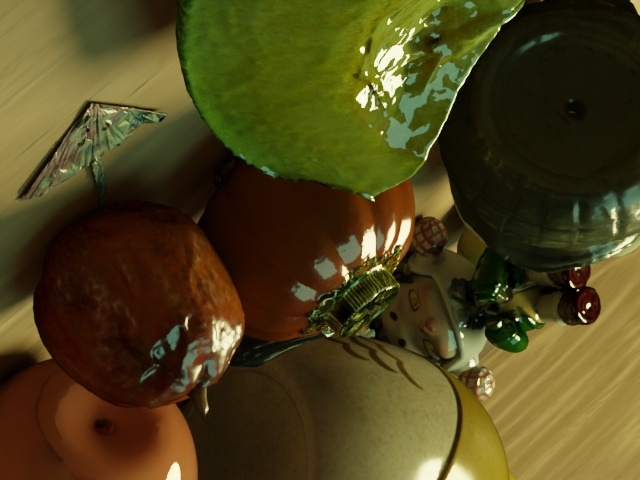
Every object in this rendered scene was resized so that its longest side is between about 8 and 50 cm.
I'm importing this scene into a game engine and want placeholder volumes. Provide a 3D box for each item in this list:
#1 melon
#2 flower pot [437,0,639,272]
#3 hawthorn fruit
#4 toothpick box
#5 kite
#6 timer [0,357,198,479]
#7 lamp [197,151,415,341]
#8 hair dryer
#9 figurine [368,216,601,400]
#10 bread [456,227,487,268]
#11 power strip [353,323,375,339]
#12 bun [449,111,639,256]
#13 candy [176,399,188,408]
[{"bbox_3d":[0.037,-0.170,0.925,0.331,0.226,0.343,-42,-179,-40],"label":"melon"},{"bbox_3d":[0.280,-0.122,1.475,0.302,0.302,0.213,-39,167,-9],"label":"flower pot"},{"bbox_3d":[-0.149,0.054,1.140,0.173,0.179,0.173,-43,142,-48],"label":"hawthorn fruit"},{"bbox_3d":[0.041,0.335,1.808,0.425,0.409,0.409,16,125,-42],"label":"toothpick box"},{"bbox_3d":[-0.176,-0.066,1.052,0.139,0.011,0.157,-33,161,-18],"label":"kite"},{"bbox_3d":[-0.234,0.229,1.292,0.229,0.229,0.215,-27,157,-42],"label":"timer"},{"bbox_3d":[-0.015,-0.006,1.246,0.223,0.196,0.223,-36,164,-12],"label":"lamp"},{"bbox_3d":[-0.114,0.105,1.502,0.219,0.075,0.195,1,169,-45],"label":"hair dryer"},{"bbox_3d":[0.219,0.089,1.932,0.370,0.281,0.167,-12,-170,40],"label":"figurine"},{"bbox_3d":[0.328,-0.030,2.067,0.270,0.148,0.270,-45,170,-11],"label":"bread"},{"bbox_3d":[0.135,0.150,2.276,0.213,0.064,0.198,-37,166,-19],"label":"power strip"},{"bbox_3d":[0.309,-0.094,1.725,0.281,0.281,0.205,114,-3,-56],"label":"bun"},{"bbox_3d":[-0.254,0.221,1.536,0.145,0.070,0.275,-36,168,10],"label":"candy"}]
